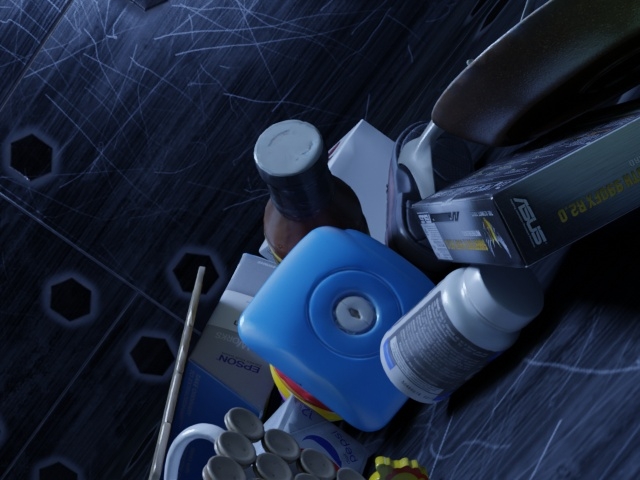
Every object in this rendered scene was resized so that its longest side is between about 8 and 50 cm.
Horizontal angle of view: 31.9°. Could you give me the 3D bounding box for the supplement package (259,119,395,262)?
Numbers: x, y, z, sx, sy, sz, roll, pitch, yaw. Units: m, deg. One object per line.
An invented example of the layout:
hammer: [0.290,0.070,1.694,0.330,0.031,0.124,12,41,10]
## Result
supplement package: [0.040,-0.034,1.601,0.194,0.149,0.203,-56,7,-17]

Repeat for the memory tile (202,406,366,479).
memory tile: [-0.025,0.204,0.942,0.012,0.148,0.113,-56,7,24]

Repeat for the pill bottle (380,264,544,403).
pill bottle: [0.117,0.071,0.926,0.137,0.078,0.078,-47,10,42]

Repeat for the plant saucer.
plant saucer: [0.233,-0.156,0.885,0.310,0.050,0.310,-28,-9,-5]

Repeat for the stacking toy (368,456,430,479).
stacking toy: [0.010,0.274,0.810,0.221,0.052,0.167,-55,5,10]

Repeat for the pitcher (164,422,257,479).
pitcher: [-0.101,0.279,0.979,0.207,0.178,0.125,-51,-17,18]

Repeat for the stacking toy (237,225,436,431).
stacking toy: [0.008,0.133,1.172,0.166,0.175,0.302,-50,-10,-27]

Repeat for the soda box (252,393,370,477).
soda box: [-0.075,0.280,1.099,0.286,0.098,0.091,-48,8,35]

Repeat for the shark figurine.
shark figurine: [0.208,-0.156,1.261,0.278,0.116,0.166,-37,-24,-27]

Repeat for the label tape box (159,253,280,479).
label tape box: [-0.118,0.213,1.362,0.348,0.115,0.249,-63,-8,-56]

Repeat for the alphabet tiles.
alphabet tiles: [-0.177,0.213,1.280,0.285,0.011,0.342,112,169,-54]

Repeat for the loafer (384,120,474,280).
loafer: [0.115,-0.041,1.346,0.095,0.109,0.302,-60,8,34]

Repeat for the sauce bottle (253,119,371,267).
sauce bottle: [0.000,0.000,1.209,0.111,0.111,0.344,-58,-27,-25]

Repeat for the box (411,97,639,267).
box: [0.183,-0.046,0.845,0.183,0.056,0.231,-27,4,-8]
